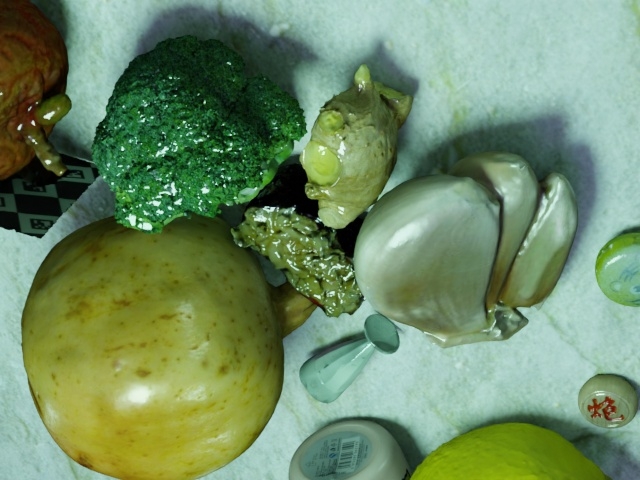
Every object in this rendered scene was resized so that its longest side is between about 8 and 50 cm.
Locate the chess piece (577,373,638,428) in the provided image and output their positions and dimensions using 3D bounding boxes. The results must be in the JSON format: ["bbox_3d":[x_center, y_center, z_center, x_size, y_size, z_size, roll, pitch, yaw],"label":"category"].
[{"bbox_3d":[0.401,0.224,2.071,0.084,0.038,0.083,12,132,13],"label":"chess piece"}]

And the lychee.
[{"bbox_3d":[-0.430,-0.192,1.881,0.300,0.255,0.255,40,140,28],"label":"lychee"}]

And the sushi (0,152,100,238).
[{"bbox_3d":[-0.462,-0.066,1.968,0.294,0.292,0.059,17,113,6],"label":"sushi"}]

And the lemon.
[{"bbox_3d":[0.264,0.391,2.118,0.322,0.268,0.268,-29,120,1],"label":"lemon"}]

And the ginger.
[{"bbox_3d":[0.046,-0.117,1.828,0.102,0.157,0.216,31,130,32],"label":"ginger"}]

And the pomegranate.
[{"bbox_3d":[-0.198,0.133,2.019,0.410,0.410,0.410,11,132,12],"label":"pomegranate"}]

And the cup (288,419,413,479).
[{"bbox_3d":[0.039,0.411,2.227,0.191,0.253,0.200,9,132,40],"label":"cup"}]

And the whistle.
[{"bbox_3d":[0.443,0.056,1.903,0.198,0.057,0.104,26,129,-13],"label":"whistle"}]

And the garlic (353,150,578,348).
[{"bbox_3d":[0.177,0.005,1.868,0.279,0.132,0.325,-12,134,-11],"label":"garlic"}]

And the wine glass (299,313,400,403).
[{"bbox_3d":[0.043,0.168,2.138,0.073,0.073,0.155,38,128,-14],"label":"wine glass"}]

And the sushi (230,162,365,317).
[{"bbox_3d":[0.000,0.000,1.966,0.147,0.115,0.212,-27,119,30],"label":"sushi"}]

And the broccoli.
[{"bbox_3d":[-0.154,-0.123,1.861,0.245,0.265,0.294,21,168,-33],"label":"broccoli"}]
